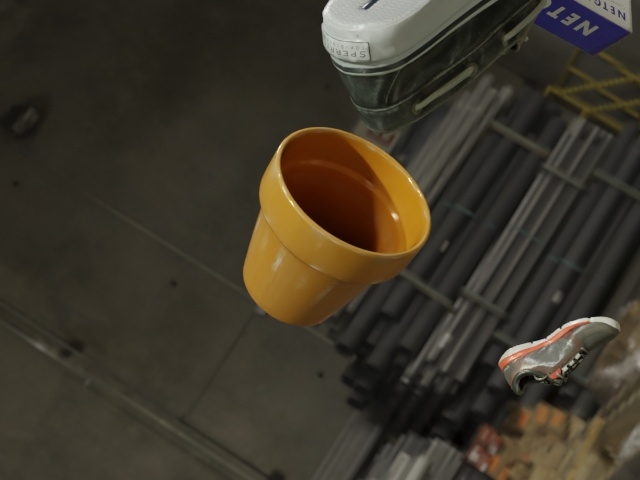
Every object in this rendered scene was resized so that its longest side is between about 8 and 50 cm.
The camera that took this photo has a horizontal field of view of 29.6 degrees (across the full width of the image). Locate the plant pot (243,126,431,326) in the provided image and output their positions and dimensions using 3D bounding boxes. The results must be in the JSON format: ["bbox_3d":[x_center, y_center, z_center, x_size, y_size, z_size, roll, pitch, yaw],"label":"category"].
[{"bbox_3d":[0.000,0.000,1.472,0.188,0.205,0.205,-55,-4,39],"label":"plant pot"}]

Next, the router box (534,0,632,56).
[{"bbox_3d":[0.320,-0.478,1.828,0.082,0.335,0.301,-31,46,48],"label":"router box"}]

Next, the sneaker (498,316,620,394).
[{"bbox_3d":[0.301,0.148,1.496,0.158,0.065,0.061,-27,-39,19],"label":"sneaker"}]

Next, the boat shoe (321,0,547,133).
[{"bbox_3d":[0.129,-0.210,1.009,0.335,0.121,0.119,-37,-44,-25],"label":"boat shoe"}]
